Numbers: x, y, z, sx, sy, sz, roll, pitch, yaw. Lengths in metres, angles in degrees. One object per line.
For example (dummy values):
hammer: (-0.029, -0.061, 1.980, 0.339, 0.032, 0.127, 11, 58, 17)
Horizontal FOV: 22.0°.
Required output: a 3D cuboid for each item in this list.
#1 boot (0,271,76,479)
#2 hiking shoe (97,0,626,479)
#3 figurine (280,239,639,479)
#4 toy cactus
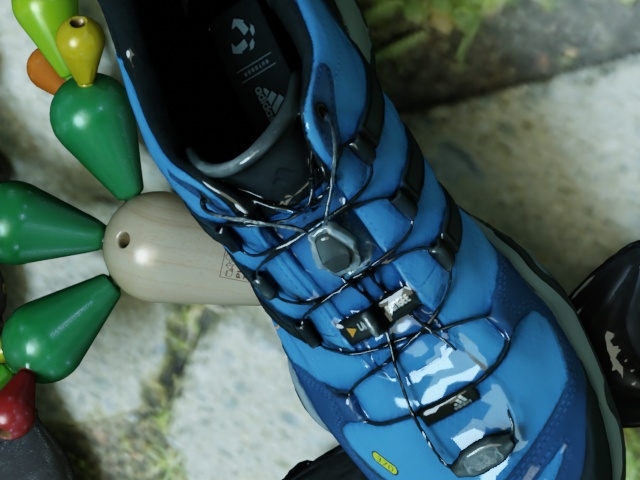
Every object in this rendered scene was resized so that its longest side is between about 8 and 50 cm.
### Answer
boot: (-0.243, 0.090, 0.789, 0.263, 0.091, 0.229, -24, 101, -7)
hiking shoe: (0.000, 0.000, 0.617, 0.113, 0.132, 0.304, -38, 75, 17)
figurine: (0.118, 0.134, 0.691, 0.209, 0.092, 0.215, -39, 92, 25)
toy cactus: (-0.109, -0.009, 0.715, 0.181, 0.112, 0.219, 11, 79, -6)
